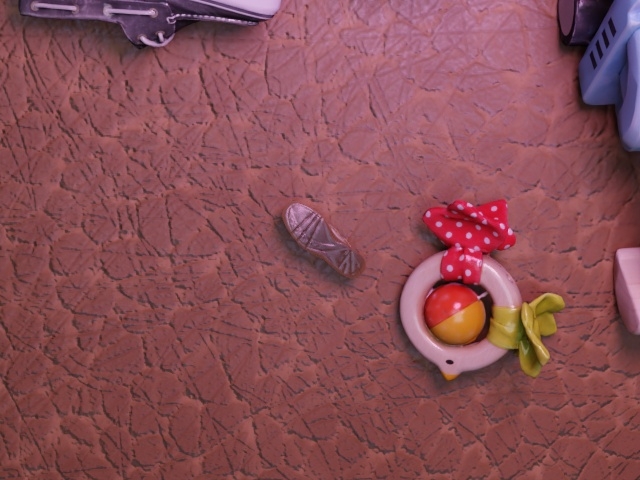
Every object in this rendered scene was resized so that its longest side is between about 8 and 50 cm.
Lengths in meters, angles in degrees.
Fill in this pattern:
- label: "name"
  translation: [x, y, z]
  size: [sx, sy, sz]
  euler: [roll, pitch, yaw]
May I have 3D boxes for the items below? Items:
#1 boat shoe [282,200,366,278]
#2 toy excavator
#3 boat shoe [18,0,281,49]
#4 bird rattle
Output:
- label: "boat shoe"
  translation: [0.000, 0.000, 1.422]
  size: [0.135, 0.045, 0.050]
  euler: [44, 86, -11]
- label: "toy excavator"
  translation: [0.425, -0.139, 1.306]
  size: [0.222, 0.433, 0.445]
  euler: [-2, 72, -2]
- label: "boat shoe"
  translation: [-0.215, -0.298, 1.339]
  size: [0.335, 0.121, 0.119]
  euler: [12, 107, 7]
- label: "bird rattle"
  translation: [0.195, 0.076, 1.408]
  size: [0.207, 0.143, 0.253]
  euler: [-35, 97, 21]
